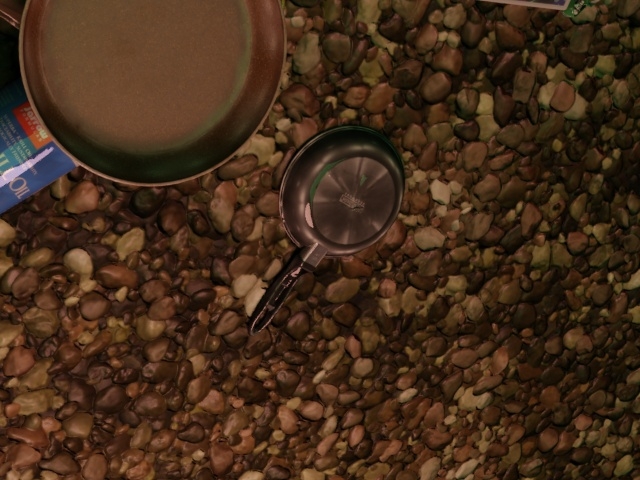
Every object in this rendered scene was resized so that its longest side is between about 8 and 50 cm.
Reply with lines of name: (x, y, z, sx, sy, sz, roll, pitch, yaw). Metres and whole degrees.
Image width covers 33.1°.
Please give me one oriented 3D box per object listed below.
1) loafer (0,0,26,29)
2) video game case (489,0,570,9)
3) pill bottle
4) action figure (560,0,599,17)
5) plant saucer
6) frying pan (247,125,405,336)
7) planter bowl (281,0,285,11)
loafer: (-0.364, -0.289, 1.162, 0.094, 0.087, 0.251, -18, 143, 28)
video game case: (0.272, -0.397, 1.426, 0.201, 0.023, 0.183, 2, 134, -20)
pill bottle: (-0.345, -0.121, 1.258, 0.221, 0.124, 0.124, -34, 122, -7)
action figure: (0.415, -0.412, 1.515, 0.137, 0.063, 0.232, 29, 102, -35)
plant saucer: (-0.187, -0.217, 1.208, 0.311, 0.050, 0.310, -10, 112, -27)
frying pan: (-0.013, -0.022, 1.504, 0.326, 0.053, 0.197, -39, 122, -7)
planter bowl: (-0.158, -0.290, 1.287, 0.217, 0.090, 0.217, -9, 116, -20)
